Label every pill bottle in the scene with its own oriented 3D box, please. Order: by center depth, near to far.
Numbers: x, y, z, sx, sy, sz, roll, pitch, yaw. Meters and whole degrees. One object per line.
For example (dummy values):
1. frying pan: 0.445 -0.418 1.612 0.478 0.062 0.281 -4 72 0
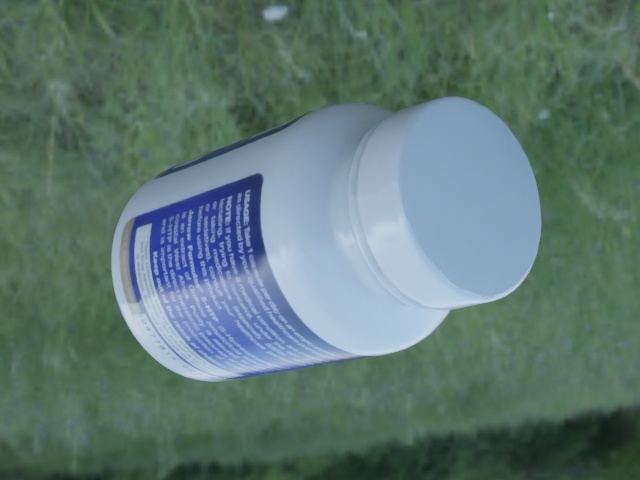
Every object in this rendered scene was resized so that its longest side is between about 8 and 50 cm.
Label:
1. pill bottle: 0.000 0.000 0.560 0.112 0.112 0.187 17 159 -37
